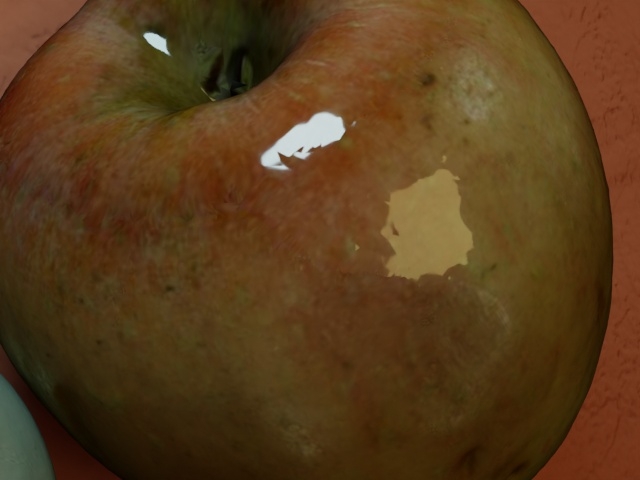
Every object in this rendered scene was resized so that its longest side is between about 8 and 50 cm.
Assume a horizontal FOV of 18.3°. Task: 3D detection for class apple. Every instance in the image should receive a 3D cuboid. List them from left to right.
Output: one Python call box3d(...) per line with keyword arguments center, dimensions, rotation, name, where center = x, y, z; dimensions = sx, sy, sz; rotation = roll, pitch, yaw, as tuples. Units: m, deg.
box3d(center=(0.000, 0.000, 1.062), dimensions=(0.338, 0.338, 0.305), rotation=(-60, 138, -27), name="apple")

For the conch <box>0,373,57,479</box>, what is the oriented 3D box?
box3d(center=(-0.199, 0.152, 0.988), dimensions=(0.185, 0.121, 0.221), rotation=(-29, 111, -59), name="conch")
